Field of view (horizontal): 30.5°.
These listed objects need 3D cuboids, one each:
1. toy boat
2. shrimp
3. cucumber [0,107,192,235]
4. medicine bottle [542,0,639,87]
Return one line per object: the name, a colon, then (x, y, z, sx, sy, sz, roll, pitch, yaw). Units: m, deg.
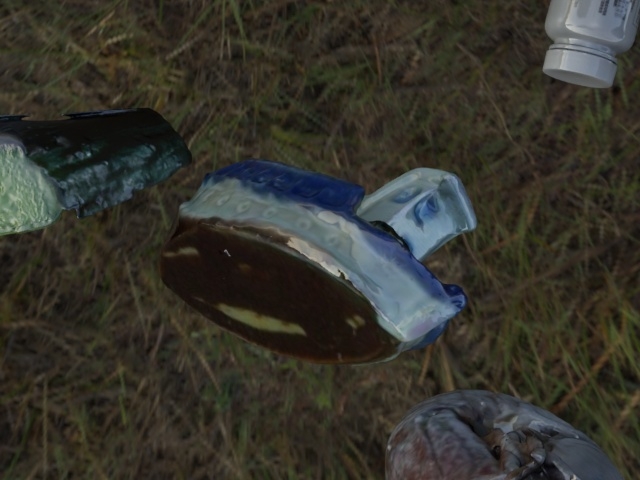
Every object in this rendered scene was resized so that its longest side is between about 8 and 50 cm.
toy boat: (0.000, 0.000, 0.687, 0.115, 0.262, 0.114, -41, 121, -30)
shrimp: (0.098, 0.170, 0.517, 0.145, 0.343, 0.116, 33, 109, -18)
cucumber: (-0.193, -0.055, 0.863, 0.115, 0.193, 0.086, -5, 99, 44)
medicine bottle: (0.240, -0.207, 1.018, 0.079, 0.079, 0.140, 14, 91, -9)
